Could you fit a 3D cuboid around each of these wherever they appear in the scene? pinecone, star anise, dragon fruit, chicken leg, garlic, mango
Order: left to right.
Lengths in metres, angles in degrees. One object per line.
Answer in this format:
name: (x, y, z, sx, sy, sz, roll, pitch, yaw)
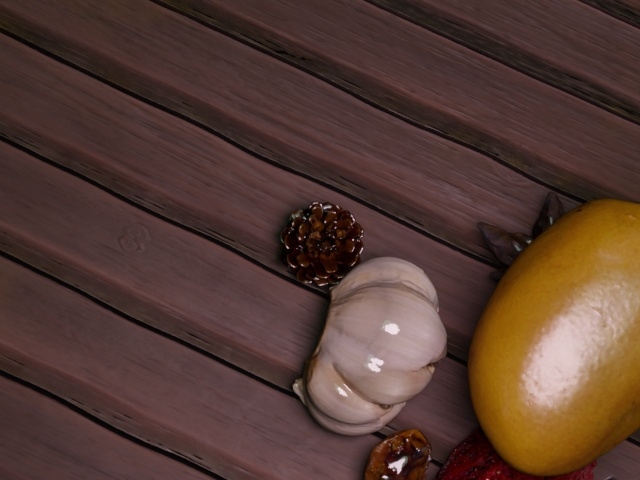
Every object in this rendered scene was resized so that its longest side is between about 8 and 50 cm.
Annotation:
pinecone: (0.002, 0.000, 1.713, 0.140, 0.121, 0.140, 1, 70, -2)
chicken leg: (0.079, 0.423, 1.637, 0.093, 0.113, 0.304, 22, 79, 23)
garlic: (0.098, 0.166, 1.654, 0.203, 0.184, 0.281, 22, 76, -16)
dragon fruit: (0.288, 0.391, 1.648, 0.317, 0.152, 0.205, -32, 100, -24)
star anise: (0.363, 0.078, 1.726, 0.315, 0.108, 0.315, 1, 83, -10)
mango: (0.387, 0.134, 1.549, 0.300, 0.232, 0.446, 39, 78, 2)
